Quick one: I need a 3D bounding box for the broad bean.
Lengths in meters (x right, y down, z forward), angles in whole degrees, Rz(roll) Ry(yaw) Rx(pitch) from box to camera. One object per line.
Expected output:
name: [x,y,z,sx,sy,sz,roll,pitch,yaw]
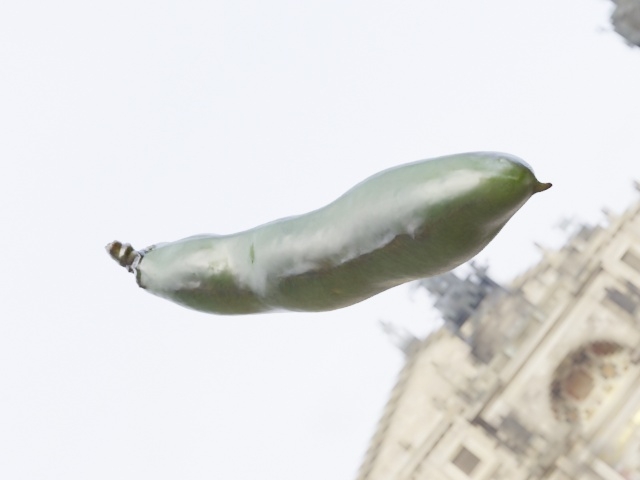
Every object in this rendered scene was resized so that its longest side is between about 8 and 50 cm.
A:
broad bean: [0.001,0.004,0.752,0.046,0.254,0.065,-48,-62,-49]
